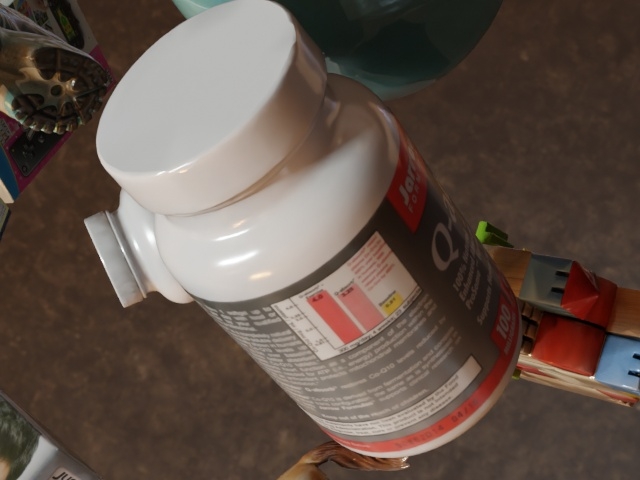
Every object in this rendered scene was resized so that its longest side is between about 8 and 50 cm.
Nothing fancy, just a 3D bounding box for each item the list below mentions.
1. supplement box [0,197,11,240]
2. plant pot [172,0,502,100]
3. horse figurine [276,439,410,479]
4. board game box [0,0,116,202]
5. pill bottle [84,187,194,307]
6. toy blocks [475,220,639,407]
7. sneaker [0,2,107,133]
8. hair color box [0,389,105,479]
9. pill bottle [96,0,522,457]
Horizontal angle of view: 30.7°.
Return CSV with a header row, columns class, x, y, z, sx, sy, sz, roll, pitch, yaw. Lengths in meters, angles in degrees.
class,x,y,z,sx,sy,sz,roll,pitch,yaw
supplement box,-0.431,-0.035,1.392,0.083,0.083,0.056,67,-152,-51
plant pot,-0.009,-0.273,1.002,0.235,0.293,0.293,-3,-59,-60
horse figurine,-0.011,0.300,1.147,0.263,0.174,0.066,-63,7,-18
board game box,-0.450,-0.232,1.705,0.303,0.097,0.224,-59,-42,-40
pill bottle,-0.130,-0.035,1.501,0.323,0.181,0.181,-25,-8,-9
toy blocks,0.273,0.098,1.243,0.261,0.381,0.190,10,78,44
sneaker,-0.336,-0.182,1.061,0.283,0.122,0.110,26,-79,-50
hair color box,-0.419,0.361,1.280,0.374,0.185,0.113,-51,-47,-13
pill bottle,0.000,0.000,0.923,0.363,0.210,0.210,50,-129,-39
